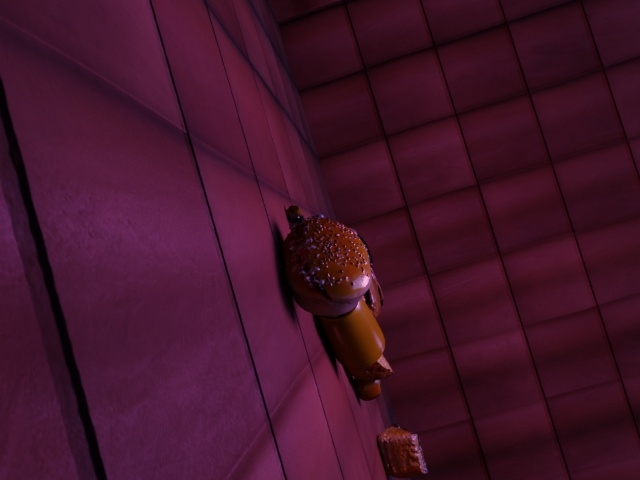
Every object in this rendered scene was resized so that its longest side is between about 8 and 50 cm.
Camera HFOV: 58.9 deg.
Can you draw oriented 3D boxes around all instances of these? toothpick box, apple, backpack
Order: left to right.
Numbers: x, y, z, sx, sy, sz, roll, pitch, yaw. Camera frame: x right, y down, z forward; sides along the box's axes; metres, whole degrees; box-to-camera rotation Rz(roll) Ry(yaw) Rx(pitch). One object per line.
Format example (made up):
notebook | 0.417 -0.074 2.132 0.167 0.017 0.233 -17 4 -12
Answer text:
toothpick box | 0.090 0.271 1.799 0.175 0.175 0.271 -100 168 -48
backpack | 0.134 0.165 2.335 0.353 0.201 0.378 39 37 -78
apple | 0.181 0.555 2.162 0.099 0.102 0.114 -29 103 -85

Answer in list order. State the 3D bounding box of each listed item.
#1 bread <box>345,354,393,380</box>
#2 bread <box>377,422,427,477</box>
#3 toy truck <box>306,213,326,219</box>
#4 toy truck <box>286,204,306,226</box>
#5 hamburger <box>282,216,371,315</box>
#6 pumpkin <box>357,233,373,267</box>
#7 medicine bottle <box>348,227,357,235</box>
bread | 0.152 0.435 2.076 0.260 0.134 0.129 51 8 -34
bread | 0.333 0.898 2.374 0.262 0.163 0.204 143 -70 -72
toy truck | -0.001 0.000 2.146 0.115 0.080 0.177 -77 151 -67
toy truck | -0.069 -0.059 1.809 0.123 0.052 0.062 62 7 -56
hamburger | 0.016 0.059 1.479 0.295 0.227 0.151 -104 -163 -54
pumpkin | 0.142 0.085 2.671 0.263 0.197 0.293 -103 176 -52
medicine bottle | 0.068 0.087 2.047 0.144 0.145 0.252 -91 180 -69
